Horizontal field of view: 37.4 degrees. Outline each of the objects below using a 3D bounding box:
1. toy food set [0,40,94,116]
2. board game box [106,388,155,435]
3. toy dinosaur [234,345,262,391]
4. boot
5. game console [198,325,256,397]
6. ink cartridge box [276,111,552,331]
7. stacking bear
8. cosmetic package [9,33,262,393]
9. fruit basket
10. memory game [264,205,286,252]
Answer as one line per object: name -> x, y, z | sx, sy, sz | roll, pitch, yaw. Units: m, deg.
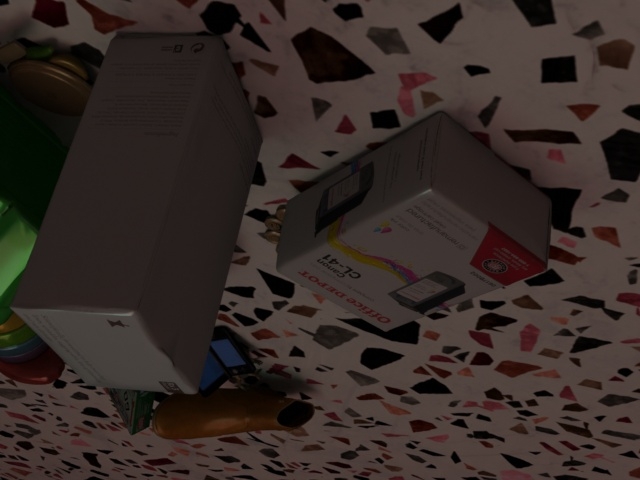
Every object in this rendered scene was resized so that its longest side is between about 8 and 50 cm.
toy food set -> -0.346, -0.209, 1.248 | 0.132, 0.038, 0.192 | -8, 149, 43
board game box -> -0.389, 0.232, 1.829 | 0.046, 0.213, 0.317 | -25, 160, -25
toy dinosaur -> -0.172, 0.261, 1.933 | 0.092, 0.053, 0.183 | 40, 135, -12
boot -> -0.170, 0.350, 1.917 | 0.211, 0.104, 0.295 | -1, -179, 42
game console -> -0.206, 0.238, 1.841 | 0.107, 0.071, 0.122 | -13, 121, 36
ink cartridge box -> 0.122, -0.010, 1.278 | 0.226, 0.131, 0.306 | 31, 141, -28
stacking bear -> -0.579, 0.114, 1.751 | 0.164, 0.175, 0.289 | 1, 138, 7
cosmetic package -> -0.199, -0.034, 1.127 | 0.156, 0.385, 0.217 | 4, 147, 16
fruit basket -> -0.538, -0.064, 1.311 | 0.392, 0.283, 0.392 | 7, 127, 10
memory game -> 0.000, 0.000, 1.464 | 0.186, 0.012, 0.186 | 10, 148, 6
